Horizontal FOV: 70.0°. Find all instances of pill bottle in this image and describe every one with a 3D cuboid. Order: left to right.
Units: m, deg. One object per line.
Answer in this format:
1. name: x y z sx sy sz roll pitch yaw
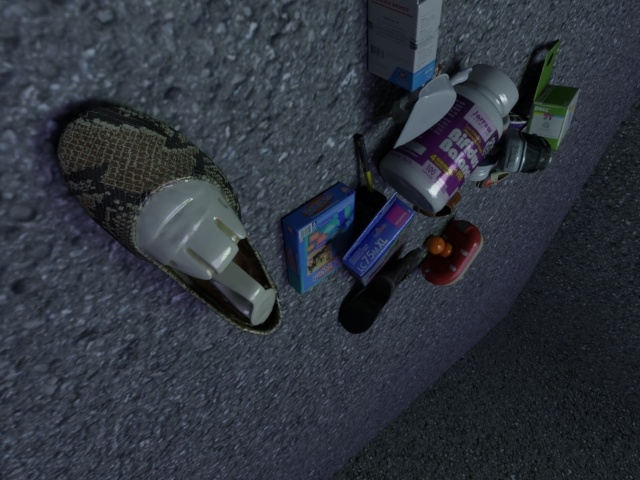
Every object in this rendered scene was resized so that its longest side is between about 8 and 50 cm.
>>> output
1. pill bottle: 0.280 -0.222 0.984 0.302 0.169 0.169 -51 149 -1
2. pill bottle: 0.421 -0.250 1.202 0.108 0.108 0.180 -36 147 -23

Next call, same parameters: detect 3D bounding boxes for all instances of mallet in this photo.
1. mallet: 0.091 -0.145 0.957 0.039 0.062 0.190 -41 133 -19

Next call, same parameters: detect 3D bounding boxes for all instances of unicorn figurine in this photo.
1. unicorn figurine: 0.193 -0.290 0.902 0.161 0.060 0.111 -22 139 -40

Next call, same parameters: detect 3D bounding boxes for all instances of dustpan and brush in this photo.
1. dustpan and brush: 0.221 -0.270 0.858 0.211 0.060 0.147 -28 164 -19

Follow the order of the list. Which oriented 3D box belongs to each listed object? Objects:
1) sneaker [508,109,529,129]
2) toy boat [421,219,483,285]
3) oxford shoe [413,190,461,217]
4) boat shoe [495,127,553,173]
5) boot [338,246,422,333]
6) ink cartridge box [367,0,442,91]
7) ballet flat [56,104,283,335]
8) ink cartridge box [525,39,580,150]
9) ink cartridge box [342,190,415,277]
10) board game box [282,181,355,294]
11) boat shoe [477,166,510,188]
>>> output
1. sneaker: 0.570 -0.338 1.347 0.169 0.068 0.071 -9 136 -49
2. toy boat: 0.401 0.032 1.478 0.151 0.151 0.231 22 106 -27
3. oxford shoe: 0.353 -0.099 1.306 0.212 0.076 0.076 -20 136 -44
4. boat shoe: 0.535 -0.221 1.199 0.335 0.119 0.121 -45 145 -63
5. boot: 0.183 0.145 1.325 0.229 0.091 0.263 -31 163 -53
6. ink cartridge box: 0.130 -0.343 0.720 0.060 0.104 0.180 -37 147 -22
7. ballet flat: -0.152 0.017 0.656 0.164 0.182 0.483 -43 148 -12
8. ink cartridge box: 0.675 -0.413 1.301 0.189 0.097 0.255 -42 142 -42
9. ink cartridge box: 0.137 0.009 1.066 0.186 0.065 0.311 -50 165 -3
10. board game box: 0.000 0.000 0.969 0.160 0.047 0.210 -35 146 -27
11. boat shoe: 0.572 -0.205 1.512 0.137 0.043 0.049 -31 146 -28
